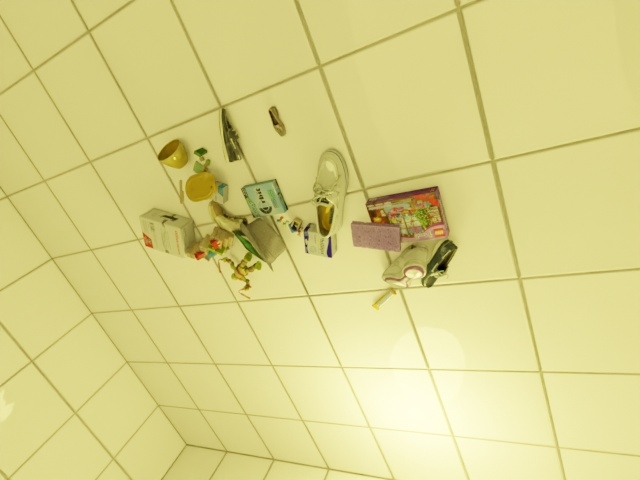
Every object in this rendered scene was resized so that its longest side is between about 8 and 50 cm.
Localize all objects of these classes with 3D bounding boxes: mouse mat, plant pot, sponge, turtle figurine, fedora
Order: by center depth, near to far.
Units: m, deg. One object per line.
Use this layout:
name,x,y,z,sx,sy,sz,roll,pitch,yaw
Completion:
sponge,0.229,-0.018,1.717,0.209,0.031,0.117,6,124,26
fedora,-0.254,0.001,1.951,0.124,0.244,0.276,-37,88,-5
plant pot,-0.679,-0.393,1.952,0.134,0.134,0.095,-8,143,30
mouse mat,-0.352,0.031,2.049,0.152,0.007,0.190,30,160,34
turtle figurine,-0.402,0.167,2.192,0.217,0.087,0.270,-35,92,34

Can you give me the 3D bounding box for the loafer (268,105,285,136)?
loafer,-0.181,-0.478,1.688,0.045,0.039,0.125,-8,117,30

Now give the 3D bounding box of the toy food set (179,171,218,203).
toy food set,-0.561,-0.245,1.956,0.217,0.071,0.128,-8,90,26

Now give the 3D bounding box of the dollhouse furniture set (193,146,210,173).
dollhouse furniture set,-0.568,-0.356,1.952,0.076,0.059,0.152,31,129,5

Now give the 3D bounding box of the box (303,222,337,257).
box,0.000,0.000,1.891,0.137,0.072,0.126,10,125,20

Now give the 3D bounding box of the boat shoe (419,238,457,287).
boat shoe,0.485,0.105,1.697,0.079,0.095,0.255,48,132,38

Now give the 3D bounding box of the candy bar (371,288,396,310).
candy bar,0.301,0.277,1.955,0.040,0.018,0.161,38,130,-1

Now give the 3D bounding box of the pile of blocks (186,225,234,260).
pile of blocks,-0.571,0.053,2.141,0.149,0.113,0.362,39,142,-24

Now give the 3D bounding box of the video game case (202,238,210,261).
video game case,-0.626,0.054,2.281,0.087,0.011,0.122,36,129,0

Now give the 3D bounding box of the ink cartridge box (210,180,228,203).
ink cartridge box,-0.508,-0.239,2.002,0.122,0.052,0.089,19,126,13

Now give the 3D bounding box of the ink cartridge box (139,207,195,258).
ink cartridge box,-0.820,-0.040,2.250,0.272,0.114,0.197,16,126,18

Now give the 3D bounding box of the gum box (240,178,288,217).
gum box,-0.258,-0.191,1.915,0.184,0.041,0.157,-6,118,31

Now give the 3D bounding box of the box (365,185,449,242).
box,0.346,-0.092,1.664,0.292,0.057,0.201,-8,117,31

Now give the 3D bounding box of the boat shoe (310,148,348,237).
boat shoe,0.022,-0.178,1.694,0.135,0.156,0.368,14,118,19

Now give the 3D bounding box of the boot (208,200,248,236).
boot,-0.445,-0.106,2.042,0.164,0.077,0.213,1,128,27

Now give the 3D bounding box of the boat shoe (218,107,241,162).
boat shoe,-0.395,-0.456,1.803,0.078,0.084,0.233,-11,114,-11

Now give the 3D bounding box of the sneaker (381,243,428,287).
sneaker,0.366,0.110,1.764,0.114,0.152,0.305,28,153,-11

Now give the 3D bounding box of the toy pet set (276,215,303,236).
toy pet set,-0.134,-0.059,1.893,0.122,0.114,0.065,29,120,8
